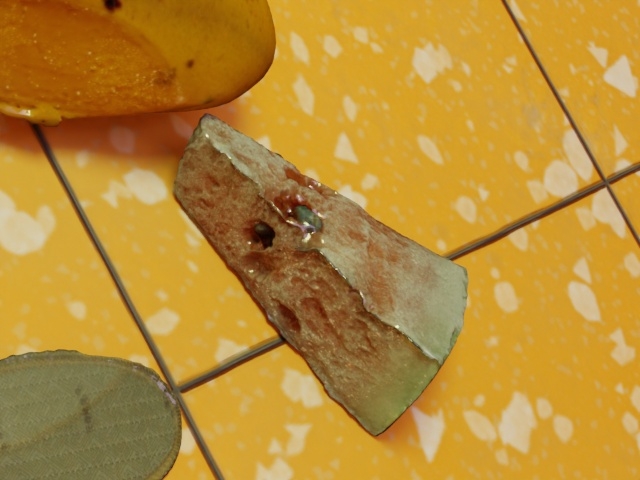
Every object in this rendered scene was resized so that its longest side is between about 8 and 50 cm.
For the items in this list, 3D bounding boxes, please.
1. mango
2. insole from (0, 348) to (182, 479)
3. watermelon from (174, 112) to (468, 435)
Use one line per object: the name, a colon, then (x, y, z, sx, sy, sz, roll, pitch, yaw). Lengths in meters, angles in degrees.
mango: (-0.155, -0.177, 1.026, 0.290, 0.160, 0.191, 20, 47, -33)
insole: (-0.222, 0.129, 0.911, 0.348, 0.009, 0.119, -5, 71, -39)
watermelon: (0.000, 0.000, 1.108, 0.241, 0.094, 0.154, 38, 42, -12)
